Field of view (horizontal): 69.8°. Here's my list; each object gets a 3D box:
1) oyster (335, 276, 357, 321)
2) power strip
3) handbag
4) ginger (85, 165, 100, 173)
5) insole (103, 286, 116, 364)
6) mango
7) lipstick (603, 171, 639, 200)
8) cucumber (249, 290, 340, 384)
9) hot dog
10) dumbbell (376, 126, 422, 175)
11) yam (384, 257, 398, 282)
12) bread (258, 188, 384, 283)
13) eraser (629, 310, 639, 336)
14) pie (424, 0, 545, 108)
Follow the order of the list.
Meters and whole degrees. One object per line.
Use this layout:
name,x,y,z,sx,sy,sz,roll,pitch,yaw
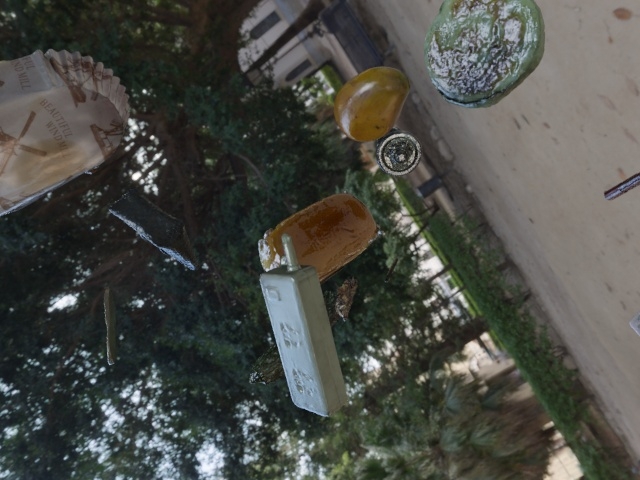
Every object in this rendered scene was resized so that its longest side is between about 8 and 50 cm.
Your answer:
oyster,0.076,0.158,1.256,0.029,0.086,0.132,30,149,37
power strip,-0.030,0.129,0.714,0.053,0.093,0.288,-24,-75,-40
handbag,-0.437,-0.026,1.211,0.270,0.089,0.175,34,157,14
ginger,-0.342,-0.149,0.664,0.073,0.162,0.103,34,-157,-33
insole,-0.405,0.160,0.883,0.192,0.010,0.063,-123,28,-51
mango,0.082,-0.232,0.787,0.165,0.115,0.089,108,176,-72
lipstick,0.650,-0.119,0.963,0.027,0.027,0.176,58,180,13
cucumber,-0.067,0.294,1.346,0.096,0.359,0.096,35,152,22
hot dog,-0.215,-0.060,0.295,0.053,0.192,0.099,48,162,32
dumbbell,0.188,-0.243,1.175,0.110,0.110,0.254,51,-165,-19
yam,0.206,0.084,1.329,0.014,0.014,0.107,52,-137,-16
bread,0.000,0.000,0.923,0.136,0.241,0.107,50,151,14
eraser,0.689,0.204,0.878,0.124,0.068,0.210,38,-162,14
pie,0.300,-0.370,0.859,0.054,0.240,0.241,-14,-113,-45
